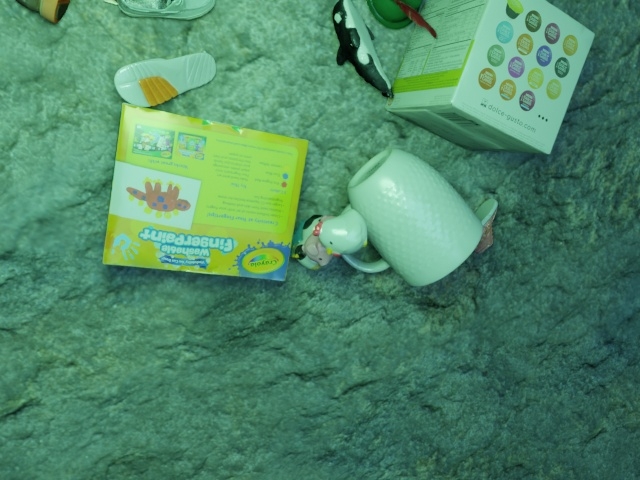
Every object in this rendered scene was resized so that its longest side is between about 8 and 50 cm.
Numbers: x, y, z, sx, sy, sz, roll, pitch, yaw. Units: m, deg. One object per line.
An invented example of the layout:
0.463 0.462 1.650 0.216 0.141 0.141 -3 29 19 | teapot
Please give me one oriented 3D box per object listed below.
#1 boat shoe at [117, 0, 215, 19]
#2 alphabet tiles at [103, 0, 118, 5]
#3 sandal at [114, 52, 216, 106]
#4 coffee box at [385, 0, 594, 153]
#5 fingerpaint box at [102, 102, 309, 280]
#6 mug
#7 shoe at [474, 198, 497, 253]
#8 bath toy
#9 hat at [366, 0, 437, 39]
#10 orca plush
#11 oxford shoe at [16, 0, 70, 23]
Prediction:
-0.356 -0.563 1.237 0.227 0.081 0.080 -12 105 -18 | boat shoe
-0.430 -0.664 1.237 0.198 0.009 0.238 9 98 -22 | alphabet tiles
-0.379 -0.395 1.285 0.265 0.076 0.102 -28 123 -35 | sandal
0.443 -0.454 1.434 0.337 0.338 0.335 19 93 -23 | coffee box
-0.288 -0.111 1.324 0.444 0.163 0.372 6 98 -21 | fingerpaint box
0.206 -0.055 1.490 0.374 0.276 0.328 -37 106 22 | mug
0.531 -0.043 1.707 0.081 0.063 0.178 30 95 -25 | shoe
0.000 0.000 1.358 0.128 0.348 0.152 0 86 -20 | bath toy
0.242 -0.658 1.398 0.208 0.183 0.173 41 85 -23 | hat
0.098 -0.508 1.449 0.287 0.102 0.151 49 37 -32 | orca plush
-0.557 -0.638 1.071 0.132 0.130 0.364 23 119 -18 | oxford shoe
